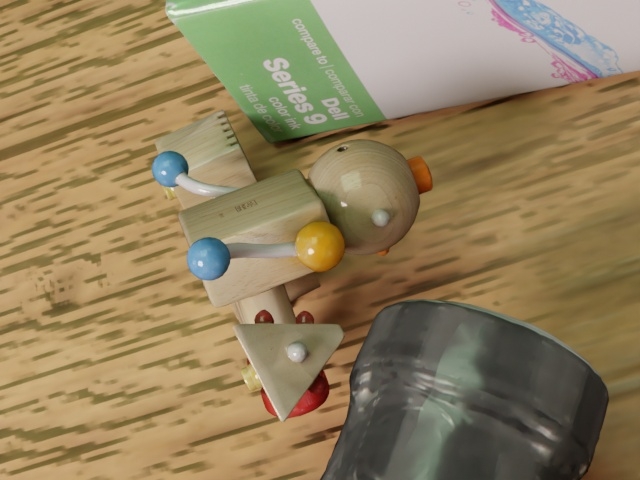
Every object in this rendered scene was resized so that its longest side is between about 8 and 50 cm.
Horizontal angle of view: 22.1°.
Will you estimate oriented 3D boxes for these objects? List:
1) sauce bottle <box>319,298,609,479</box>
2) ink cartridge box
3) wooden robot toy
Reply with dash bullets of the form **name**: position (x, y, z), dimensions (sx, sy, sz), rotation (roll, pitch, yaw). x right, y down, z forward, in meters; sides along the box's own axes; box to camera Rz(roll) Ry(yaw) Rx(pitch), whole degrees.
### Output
- **sauce bottle**: position (-0.013, 0.180, 0.399), dimensions (0.111, 0.111, 0.344), rotation (11, 64, 30)
- **ink cartridge box**: position (0.064, -0.135, 0.565), dimensions (0.212, 0.093, 0.154), rotation (-11, 57, 20)
- **wooden robot toy**: position (0.000, 0.000, 0.517), dimensions (0.079, 0.076, 0.173), rotation (-26, 22, -2)
